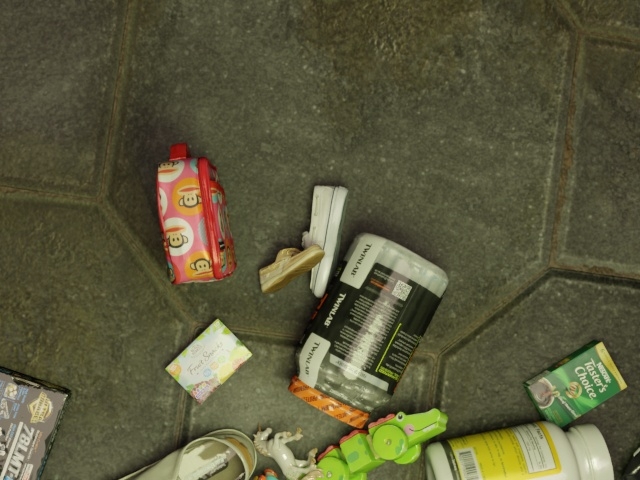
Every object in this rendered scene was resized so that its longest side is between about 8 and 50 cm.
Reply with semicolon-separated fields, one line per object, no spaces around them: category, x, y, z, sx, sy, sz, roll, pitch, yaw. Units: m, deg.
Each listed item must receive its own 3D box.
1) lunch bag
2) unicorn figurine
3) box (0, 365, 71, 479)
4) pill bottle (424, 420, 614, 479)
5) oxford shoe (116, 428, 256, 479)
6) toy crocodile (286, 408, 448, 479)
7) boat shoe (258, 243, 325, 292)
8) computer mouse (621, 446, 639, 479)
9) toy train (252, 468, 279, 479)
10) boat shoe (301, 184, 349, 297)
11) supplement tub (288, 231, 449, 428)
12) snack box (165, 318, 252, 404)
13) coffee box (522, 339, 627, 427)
lunch bag;-0.233;-0.051;1.775;0.120;0.293;0.258;-10;90;-2
unicorn figurine;-0.069;0.401;1.844;0.111;0.060;0.161;-40;69;32
box;-0.661;0.378;1.825;0.294;0.073;0.295;19;86;-6
pill bottle;0.382;0.456;1.874;0.334;0.188;0.187;-10;90;-3
oxford shoe;-0.315;0.502;1.806;0.449;0.130;0.169;-32;87;-13
toy crocodile;0.088;0.404;1.862;0.341;0.115;0.105;-31;64;16
boat shoe;-0.063;0.043;1.871;0.170;0.063;0.059;-34;70;34
computer mouse;0.642;0.453;1.978;0.184;0.060;0.262;32;97;-9
toy train;-0.072;0.498;1.878;0.125;0.166;0.046;5;45;13
boat shoe;0.000;0.000;1.914;0.076;0.083;0.226;10;79;10
supplement tub;0.086;0.171;1.846;0.207;0.207;0.337;29;85;-5
snack box;-0.219;0.236;1.895;0.141;0.037;0.100;-44;92;-6
coffee box;0.520;0.296;1.974;0.184;0.040;0.113;-29;92;-6
